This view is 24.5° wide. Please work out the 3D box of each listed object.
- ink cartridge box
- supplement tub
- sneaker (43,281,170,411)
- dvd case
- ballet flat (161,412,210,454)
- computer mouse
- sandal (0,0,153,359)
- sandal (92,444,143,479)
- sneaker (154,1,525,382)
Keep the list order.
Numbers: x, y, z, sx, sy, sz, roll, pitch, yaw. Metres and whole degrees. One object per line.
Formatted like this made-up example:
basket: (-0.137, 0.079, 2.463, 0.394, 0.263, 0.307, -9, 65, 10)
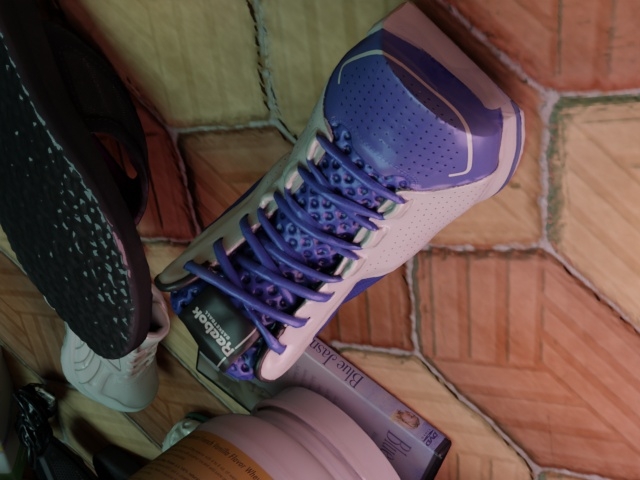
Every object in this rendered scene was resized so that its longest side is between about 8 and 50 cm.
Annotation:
ink cartridge box: (-0.462, 0.219, 1.843, 0.154, 0.093, 0.212, 3, 142, 6)
supplement tub: (-0.091, 0.287, 1.220, 0.228, 0.316, 0.228, 40, 151, 28)
sneaker: (-0.189, 0.091, 1.402, 0.115, 0.090, 0.232, 19, 143, 32)
dvd case: (-0.006, 0.144, 1.303, 0.253, 0.022, 0.180, 37, 150, 14)
ballet flat: (-0.029, 0.310, 1.433, 0.409, 0.147, 0.147, 29, 147, 28)
computer mouse: (-0.285, 0.301, 1.755, 0.272, 0.072, 0.188, 64, 158, 15)
sandal: (-0.211, -0.112, 1.177, 0.167, 0.107, 0.446, 6, 120, 50)
sandal: (-0.175, 0.297, 1.694, 0.254, 0.054, 0.097, 29, 142, 43)
sneaker: (0.000, 0.000, 0.948, 0.127, 0.182, 0.315, 42, 151, 1)
